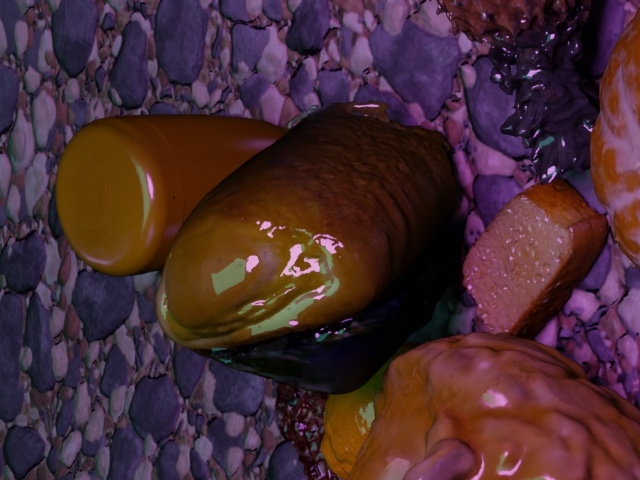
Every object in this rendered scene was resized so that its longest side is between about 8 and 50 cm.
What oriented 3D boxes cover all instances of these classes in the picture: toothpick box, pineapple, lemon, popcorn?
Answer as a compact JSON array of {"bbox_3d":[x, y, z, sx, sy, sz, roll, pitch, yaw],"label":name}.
[{"bbox_3d":[-0.145,-0.059,2.125,0.175,0.271,0.175,8,101,43],"label":"toothpick box"},{"bbox_3d":[0.192,-0.235,1.784,0.202,0.202,0.362,-13,97,49],"label":"pineapple"},{"bbox_3d":[0.077,0.184,1.984,0.187,0.142,0.142,-37,65,17],"label":"lemon"},{"bbox_3d":[0.179,0.286,1.759,0.354,0.390,0.344,13,133,6],"label":"popcorn"}]

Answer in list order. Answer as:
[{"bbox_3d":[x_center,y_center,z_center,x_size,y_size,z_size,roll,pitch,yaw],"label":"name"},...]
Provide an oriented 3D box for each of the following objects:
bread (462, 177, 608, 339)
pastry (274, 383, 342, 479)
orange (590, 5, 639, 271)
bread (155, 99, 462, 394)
[{"bbox_3d":[0.207,0.024,1.886,0.103,0.065,0.187,55,133,22],"label":"bread"},{"bbox_3d":[0.015,0.214,2.107,0.115,0.097,0.208,-38,64,34],"label":"pastry"},{"bbox_3d":[0.370,-0.074,1.530,0.329,0.249,0.329,45,141,52],"label":"orange"},{"bbox_3d":[0.000,0.000,1.893,0.251,0.376,0.208,13,116,17],"label":"bread"}]
